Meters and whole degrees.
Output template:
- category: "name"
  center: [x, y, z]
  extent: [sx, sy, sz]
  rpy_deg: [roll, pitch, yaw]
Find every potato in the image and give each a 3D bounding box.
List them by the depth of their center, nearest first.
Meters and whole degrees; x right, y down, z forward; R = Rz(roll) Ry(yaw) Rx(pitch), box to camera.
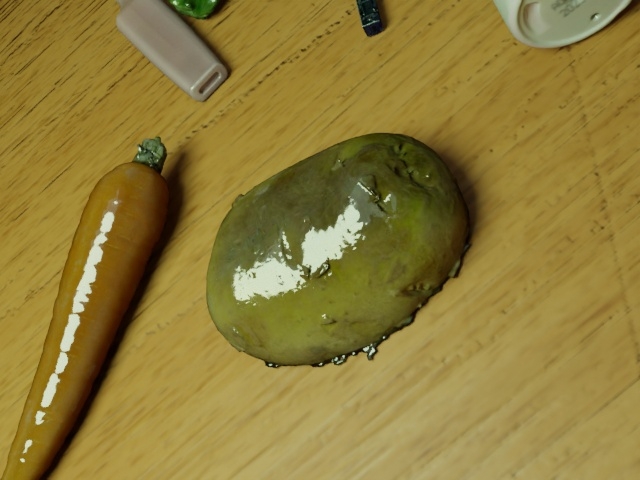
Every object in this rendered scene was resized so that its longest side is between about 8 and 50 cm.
- category: "potato"
  center: [0.000, 0.000, 0.503]
  extent: [0.200, 0.081, 0.164]
  rpy_deg: [-32, 58, 14]

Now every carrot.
- category: "carrot"
  center: [-0.191, 0.067, 0.580]
  extent: [0.069, 0.069, 0.336]
  rpy_deg: [12, 76, 31]

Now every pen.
- category: "pen"
  center: [-0.157, -0.200, 0.705]
  extent: [0.053, 0.032, 0.197]
  rpy_deg: [-45, 58, 3]

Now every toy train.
- category: "toy train"
  center: [0.038, -0.210, 0.617]
  extent: [0.017, 0.017, 0.083]
  rpy_deg: [-19, 61, 16]

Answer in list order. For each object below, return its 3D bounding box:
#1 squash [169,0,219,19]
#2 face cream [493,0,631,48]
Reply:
- category: "squash"
  center: [-0.080, -0.404, 0.659]
  extent: [0.107, 0.107, 0.395]
  rpy_deg: [21, 101, 33]
- category: "face cream"
  center: [0.129, -0.304, 0.563]
  extent: [0.102, 0.102, 0.345]
  rpy_deg: [-24, 59, 16]
